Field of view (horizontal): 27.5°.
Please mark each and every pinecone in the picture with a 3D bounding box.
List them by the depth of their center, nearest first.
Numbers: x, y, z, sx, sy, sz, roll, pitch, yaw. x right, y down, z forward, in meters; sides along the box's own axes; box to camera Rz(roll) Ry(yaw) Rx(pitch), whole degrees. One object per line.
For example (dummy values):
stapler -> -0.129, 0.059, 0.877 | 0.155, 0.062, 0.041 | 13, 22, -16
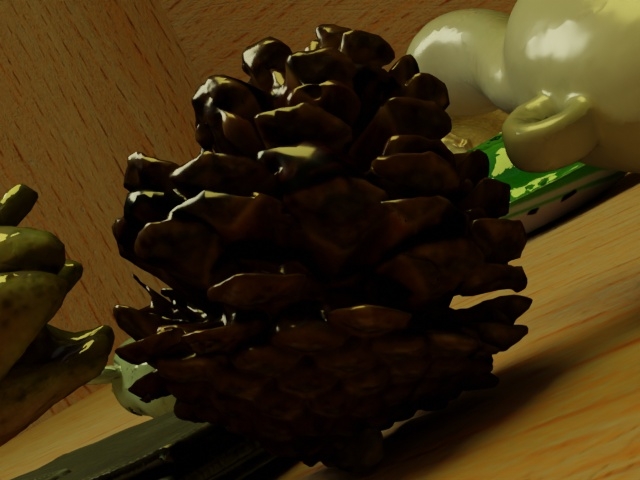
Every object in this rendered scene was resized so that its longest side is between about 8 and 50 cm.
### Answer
pinecone -> 0.000, 0.000, 0.490 | 0.173, 0.173, 0.173 | -28, 1, 0

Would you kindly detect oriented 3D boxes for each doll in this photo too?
doll -> 0.180, -0.102, 0.482 | 0.242, 0.159, 0.311 | -7, 20, -9

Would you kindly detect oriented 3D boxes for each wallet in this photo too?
wallet -> -0.107, 0.123, 0.685 | 0.317, 0.044, 0.169 | -26, -2, 44

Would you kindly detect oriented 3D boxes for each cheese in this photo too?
cheese -> 0.144, -0.040, 1.115 | 0.320, 0.083, 0.204 | -24, 5, 46

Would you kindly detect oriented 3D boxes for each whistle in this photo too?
whistle -> -0.075, 0.090, 0.952 | 0.114, 0.077, 0.235 | 11, -22, -43

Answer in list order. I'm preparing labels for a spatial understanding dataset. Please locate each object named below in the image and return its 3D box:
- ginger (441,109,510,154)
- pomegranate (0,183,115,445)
ginger -> 0.180, -0.082, 1.424 | 0.275, 0.130, 0.221 | -27, 11, -30
pomegranate -> -0.216, 0.089, 0.465 | 0.302, 0.236, 0.236 | -20, 0, -4
